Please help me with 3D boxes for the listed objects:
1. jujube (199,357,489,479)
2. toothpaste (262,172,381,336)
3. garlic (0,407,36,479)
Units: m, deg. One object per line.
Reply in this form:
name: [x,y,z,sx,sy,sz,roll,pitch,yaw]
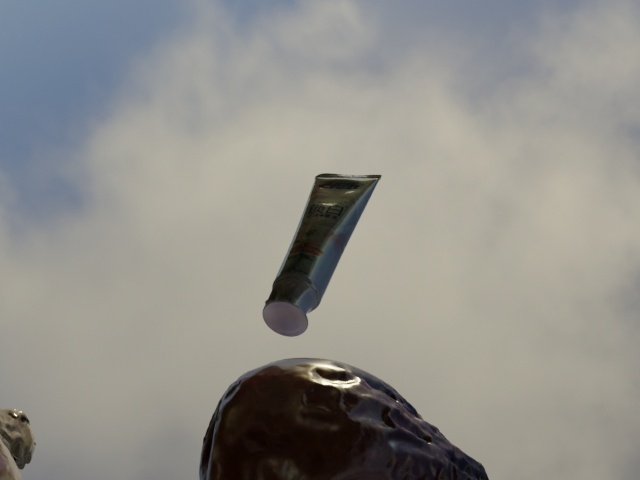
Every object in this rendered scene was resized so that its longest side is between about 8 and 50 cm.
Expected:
jujube: [0.022,0.183,0.800,0.168,0.236,0.168,-159,-90,-77]
toothpaste: [0.000,0.000,1.360,0.100,0.066,0.323,1,-143,18]
garlic: [-0.263,0.143,0.638,0.245,0.253,0.245,1,-88,28]
